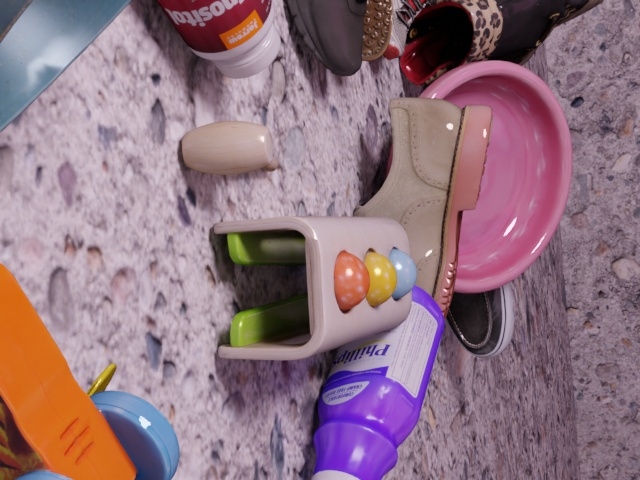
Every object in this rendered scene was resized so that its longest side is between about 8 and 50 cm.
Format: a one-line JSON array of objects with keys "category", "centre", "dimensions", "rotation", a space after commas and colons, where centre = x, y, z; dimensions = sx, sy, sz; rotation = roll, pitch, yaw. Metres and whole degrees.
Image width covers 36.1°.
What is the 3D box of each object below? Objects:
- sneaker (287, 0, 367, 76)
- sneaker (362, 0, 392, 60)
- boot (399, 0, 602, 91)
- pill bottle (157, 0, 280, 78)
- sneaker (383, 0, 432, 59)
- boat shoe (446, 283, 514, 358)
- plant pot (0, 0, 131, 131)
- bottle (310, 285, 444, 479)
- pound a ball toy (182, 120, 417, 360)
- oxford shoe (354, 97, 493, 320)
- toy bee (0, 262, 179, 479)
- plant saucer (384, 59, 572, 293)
[{"category": "sneaker", "centre": [0.029, -0.325, 1.077], "dimensions": [0.109, 0.130, 0.286], "rotation": [-41, 126, -66]}, {"category": "sneaker", "centre": [0.047, -0.311, 1.187], "dimensions": [0.086, 0.064, 0.192], "rotation": [-88, 167, -85]}, {"category": "boot", "centre": [0.237, -0.315, 1.526], "dimensions": [0.284, 0.377, 0.138], "rotation": [-27, 92, -30]}, {"category": "pill bottle", "centre": [-0.090, -0.207, 0.816], "dimensions": [0.152, 0.086, 0.086], "rotation": [55, 38, -53]}, {"category": "sneaker", "centre": [0.114, -0.347, 1.346], "dimensions": [0.088, 0.093, 0.225], "rotation": [54, 39, -54]}, {"category": "boat shoe", "centre": [0.214, 0.034, 1.555], "dimensions": [0.119, 0.121, 0.335], "rotation": [-22, 97, -59]}, {"category": "plant pot", "centre": [-0.158, -0.200, 0.451], "dimensions": [0.195, 0.290, 0.290], "rotation": [41, 38, -12]}, {"category": "bottle", "centre": [0.057, 0.176, 1.099], "dimensions": [0.092, 0.118, 0.283], "rotation": [47, 43, -23]}, {"category": "pound a ball toy", "centre": [0.000, 0.000, 0.954], "dimensions": [0.319, 0.136, 0.208], "rotation": [-1, 88, -69]}, {"category": "oxford shoe", "centre": [0.110, 0.008, 1.267], "dimensions": [0.140, 0.146, 0.397], "rotation": [-48, 151, -79]}, {"category": "toy bee", "centre": [-0.159, 0.167, 0.554], "dimensions": [0.195, 0.162, 0.298], "rotation": [-14, 76, -60]}, {"category": "plant saucer", "centre": [0.218, -0.092, 1.412], "dimensions": [0.332, 0.084, 0.332], "rotation": [-8, 106, -32]}]
